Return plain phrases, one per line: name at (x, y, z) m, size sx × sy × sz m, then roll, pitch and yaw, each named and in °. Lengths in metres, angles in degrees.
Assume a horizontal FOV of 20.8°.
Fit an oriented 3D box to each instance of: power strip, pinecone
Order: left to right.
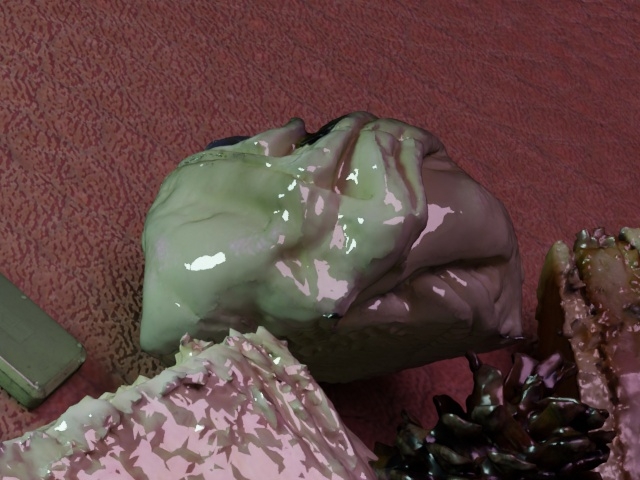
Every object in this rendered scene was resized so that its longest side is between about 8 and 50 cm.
power strip at (-0.260, 0.055, 1.334) m, size 0.169 × 0.028 × 0.076 m, roll 41°, pitch 40°, yaw 4°
pinecone at (0.133, 0.187, 1.342) m, size 0.179 × 0.205 × 0.184 m, roll 26°, pitch 23°, yaw -21°

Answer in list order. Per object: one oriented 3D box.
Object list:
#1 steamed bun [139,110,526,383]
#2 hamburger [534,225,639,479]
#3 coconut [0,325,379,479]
steamed bun at (0.000, 0.000, 1.378) m, size 0.320 × 0.275 × 0.206 m, roll 14°, pitch 61°, yaw -45°
hamburger at (0.271, 0.128, 1.536) m, size 0.155 × 0.245 × 0.282 m, roll -2°, pitch 91°, yaw -5°
coconut at (-0.104, 0.267, 0.829) m, size 0.404 × 0.404 × 0.405 m, roll 19°, pitch 42°, yaw -18°
